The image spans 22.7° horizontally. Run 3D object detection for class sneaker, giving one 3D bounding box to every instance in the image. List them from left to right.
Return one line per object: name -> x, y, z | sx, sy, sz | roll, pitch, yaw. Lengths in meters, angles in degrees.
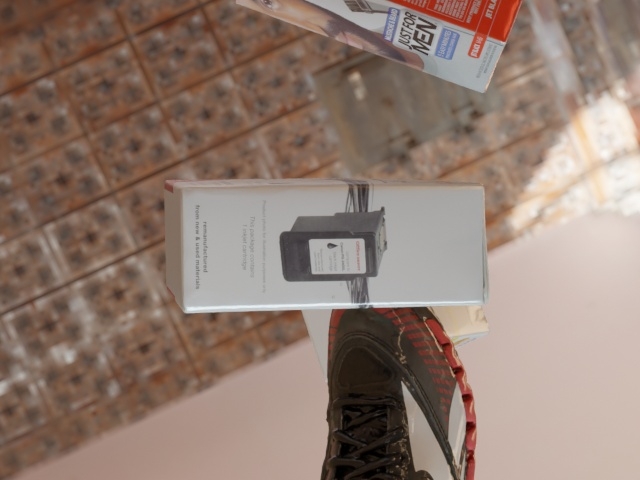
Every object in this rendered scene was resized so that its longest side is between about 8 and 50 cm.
sneaker -> 0.045, 0.161, 1.049 | 0.135, 0.097, 0.276 | -7, -92, -60

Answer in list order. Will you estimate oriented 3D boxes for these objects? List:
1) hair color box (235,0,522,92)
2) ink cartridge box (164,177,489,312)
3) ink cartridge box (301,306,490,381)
hair color box -> 0.034, -0.151, 0.953 | 0.167, 0.053, 0.093 | 21, 167, 3
ink cartridge box -> 0.000, 0.000, 0.807 | 0.109, 0.150, 0.063 | -162, 71, -79
ink cartridge box -> 0.066, 0.055, 1.314 | 0.143, 0.092, 0.090 | -2, -110, -52
